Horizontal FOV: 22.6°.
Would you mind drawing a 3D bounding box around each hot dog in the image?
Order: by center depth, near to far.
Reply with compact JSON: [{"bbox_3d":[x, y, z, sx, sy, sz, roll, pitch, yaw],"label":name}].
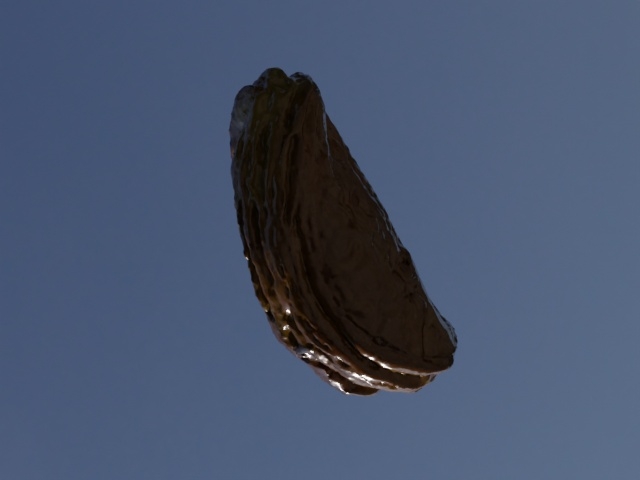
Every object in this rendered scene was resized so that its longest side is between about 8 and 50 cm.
[{"bbox_3d":[0.000,0.000,1.268,0.272,0.122,0.196,58,-173,-20],"label":"hot dog"}]
